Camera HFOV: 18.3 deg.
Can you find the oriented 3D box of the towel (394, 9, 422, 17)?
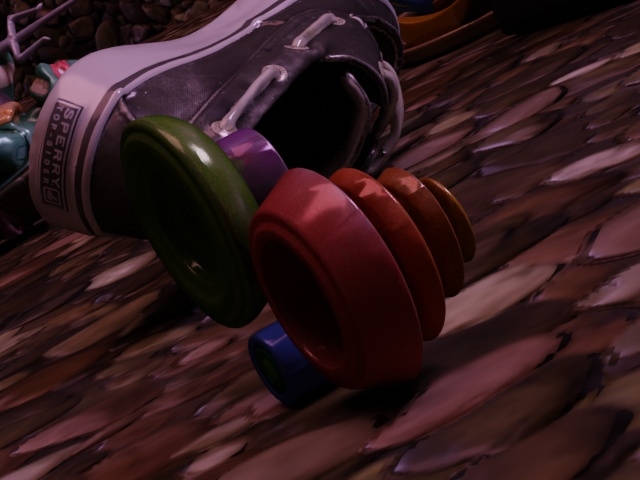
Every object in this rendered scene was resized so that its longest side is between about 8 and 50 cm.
[{"bbox_3d":[-0.027,-0.129,1.251,0.282,0.049,0.187,-27,10,-7],"label":"towel"}]

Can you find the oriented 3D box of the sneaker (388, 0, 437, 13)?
[{"bbox_3d":[0.119,-0.180,1.086,0.240,0.091,0.126,-27,28,-5],"label":"sneaker"}]

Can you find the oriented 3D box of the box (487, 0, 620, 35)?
[{"bbox_3d":[0.113,-0.248,0.852,0.184,0.261,0.103,-31,10,-25],"label":"box"}]

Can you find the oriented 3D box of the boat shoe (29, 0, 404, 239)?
[{"bbox_3d":[-0.012,-0.040,0.677,0.070,0.078,0.219,16,24,21],"label":"boat shoe"}]

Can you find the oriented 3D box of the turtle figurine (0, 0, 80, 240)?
[{"bbox_3d":[-0.194,-0.046,1.046,0.234,0.118,0.175,-41,-6,2],"label":"turtle figurine"}]

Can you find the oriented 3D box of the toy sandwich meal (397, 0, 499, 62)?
[{"bbox_3d":[0.068,-0.114,0.961,0.085,0.029,0.085,-26,9,4],"label":"toy sandwich meal"}]

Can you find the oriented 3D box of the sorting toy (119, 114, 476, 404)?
[{"bbox_3d":[0.000,0.000,0.425,0.042,0.061,0.102,-30,33,-22],"label":"sorting toy"}]
